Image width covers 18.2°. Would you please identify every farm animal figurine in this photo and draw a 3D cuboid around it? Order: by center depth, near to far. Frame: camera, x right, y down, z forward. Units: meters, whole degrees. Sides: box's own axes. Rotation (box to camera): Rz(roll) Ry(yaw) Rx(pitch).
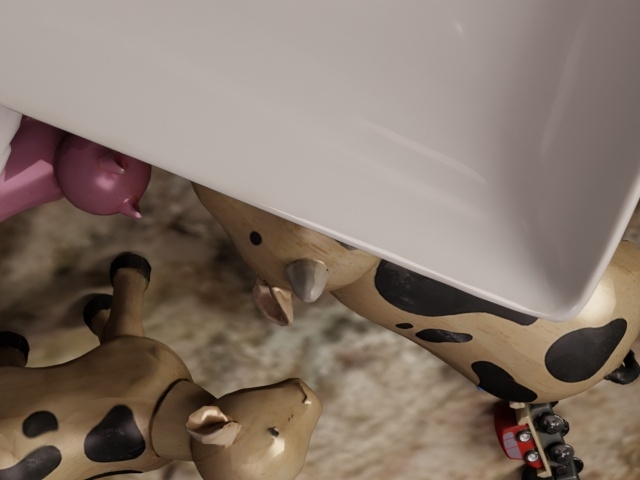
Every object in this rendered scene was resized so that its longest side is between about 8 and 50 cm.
[{"bbox_3d":[0.000,0.000,0.804,0.326,0.172,0.330,12,122,-23],"label":"farm animal figurine"}]

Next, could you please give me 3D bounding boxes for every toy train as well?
[{"bbox_3d":[0.105,0.094,0.999,0.036,0.027,0.158,-15,130,10],"label":"toy train"}]

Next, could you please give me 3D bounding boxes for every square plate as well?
[{"bbox_3d":[-0.013,-0.183,0.612,0.344,0.049,0.347,21,114,-2],"label":"square plate"}]

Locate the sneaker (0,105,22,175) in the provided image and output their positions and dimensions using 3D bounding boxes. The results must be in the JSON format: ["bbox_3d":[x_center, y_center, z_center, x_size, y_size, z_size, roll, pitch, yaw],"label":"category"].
[{"bbox_3d":[-0.180,-0.027,0.720,0.115,0.105,0.281,-13,110,-52],"label":"sneaker"}]
